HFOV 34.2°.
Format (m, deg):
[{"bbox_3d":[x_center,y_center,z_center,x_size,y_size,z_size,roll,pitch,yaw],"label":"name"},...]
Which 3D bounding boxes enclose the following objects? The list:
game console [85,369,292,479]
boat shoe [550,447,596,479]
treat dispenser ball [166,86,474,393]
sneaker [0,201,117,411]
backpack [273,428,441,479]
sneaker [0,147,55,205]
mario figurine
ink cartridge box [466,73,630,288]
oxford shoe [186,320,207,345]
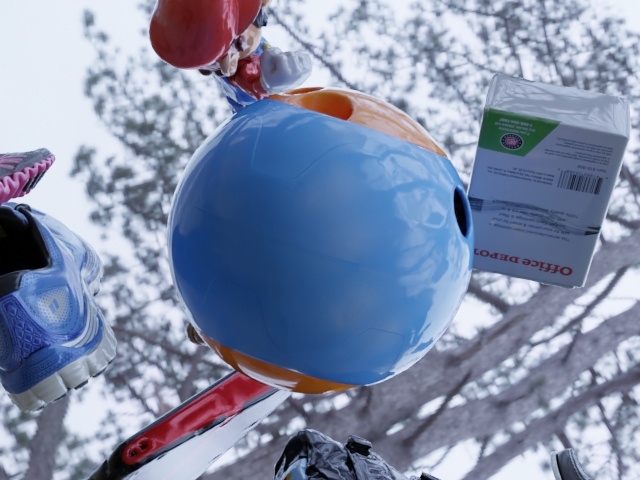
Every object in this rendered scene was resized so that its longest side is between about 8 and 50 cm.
[{"bbox_3d":[-0.204,0.270,1.258,0.060,0.342,0.386,53,-52,12],"label":"game console"},{"bbox_3d":[0.368,0.362,1.361,0.068,0.081,0.228,-32,-138,15],"label":"boat shoe"},{"bbox_3d":[0.000,0.000,0.981,0.288,0.288,0.288,28,-53,46],"label":"treat dispenser ball"},{"bbox_3d":[-0.277,0.017,0.956,0.330,0.129,0.147,39,-24,61],"label":"sneaker"},{"bbox_3d":[0.056,0.425,1.234,0.273,0.290,0.355,-59,-166,4],"label":"backpack"},{"bbox_3d":[-0.268,-0.058,0.857,0.057,0.119,0.047,45,-56,2],"label":"sneaker"},{"bbox_3d":[-0.078,-0.237,1.257,0.198,0.320,0.170,9,-106,17],"label":"mario figurine"},{"bbox_3d":[0.240,-0.062,1.147,0.153,0.087,0.209,12,-51,7],"label":"ink cartridge box"},{"bbox_3d":[-0.112,0.144,1.741,0.076,0.212,0.076,4,-77,60],"label":"oxford shoe"}]
